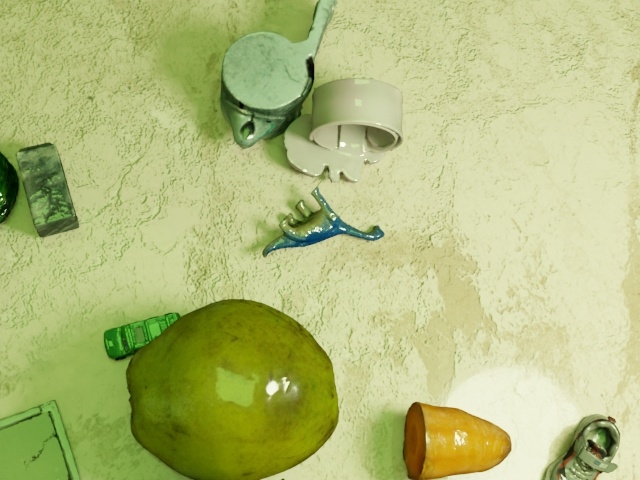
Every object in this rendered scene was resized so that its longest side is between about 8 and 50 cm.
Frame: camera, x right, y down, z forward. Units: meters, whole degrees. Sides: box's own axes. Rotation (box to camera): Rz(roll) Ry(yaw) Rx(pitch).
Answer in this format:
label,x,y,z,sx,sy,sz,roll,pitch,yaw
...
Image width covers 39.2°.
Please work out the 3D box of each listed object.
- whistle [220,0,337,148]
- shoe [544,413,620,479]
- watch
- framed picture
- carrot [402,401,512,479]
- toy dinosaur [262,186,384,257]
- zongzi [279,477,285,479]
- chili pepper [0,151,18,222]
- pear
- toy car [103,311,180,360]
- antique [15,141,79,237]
label,x,y,z,sx,sy,sz,roll,pitch,yaw
whistle,-0.072,-0.382,1.999,0.404,0.168,0.188,-39,82,-16
shoe,0.561,0.457,1.868,0.099,0.125,0.228,37,71,1
watch,0.054,-0.241,1.941,0.244,0.231,0.196,5,77,-13
framed picture,-0.584,0.488,1.753,0.231,0.018,0.293,-19,78,-12
carrot,0.287,0.419,1.833,0.225,0.159,0.159,9,73,-14
toy dinosaur,0.000,0.000,1.954,0.188,0.075,0.248,45,67,-2
zongzi,-0.293,0.498,1.608,0.447,0.418,0.181,11,52,-8
chili pepper,-0.703,-0.094,1.884,0.122,0.065,0.279,5,71,3
pear,-0.158,0.288,1.718,0.413,0.352,0.352,-1,74,-18
toy car,-0.362,0.195,1.846,0.165,0.062,0.071,-13,77,-11
antique,-0.575,-0.110,1.892,0.086,0.088,0.183,-16,77,-13
